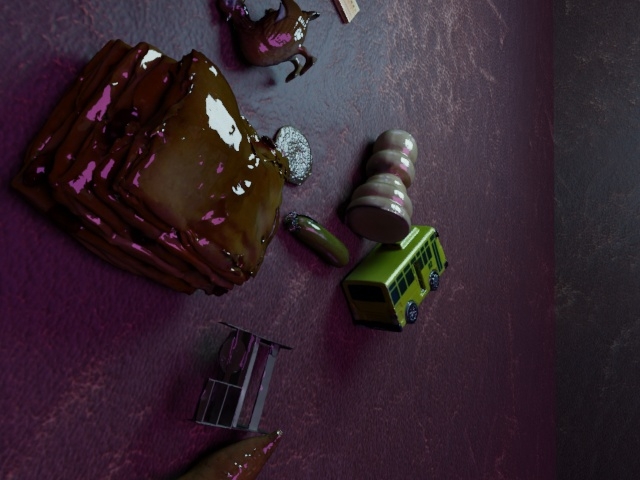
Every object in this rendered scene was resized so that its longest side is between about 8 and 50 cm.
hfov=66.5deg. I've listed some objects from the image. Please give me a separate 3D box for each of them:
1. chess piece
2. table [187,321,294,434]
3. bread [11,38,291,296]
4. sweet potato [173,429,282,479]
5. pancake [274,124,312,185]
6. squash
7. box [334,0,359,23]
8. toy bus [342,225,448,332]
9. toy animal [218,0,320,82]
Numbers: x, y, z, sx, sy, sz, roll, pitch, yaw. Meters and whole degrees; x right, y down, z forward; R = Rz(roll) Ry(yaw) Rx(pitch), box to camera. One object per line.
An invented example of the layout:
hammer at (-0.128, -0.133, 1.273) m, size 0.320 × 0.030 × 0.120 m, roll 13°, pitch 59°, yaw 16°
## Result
chess piece at (0.150, -0.137, 1.077) m, size 0.143 × 0.143 × 0.260 m, roll 43°, pitch 53°, yaw -40°
table at (-0.131, 0.220, 0.776) m, size 0.175 × 0.063 × 0.146 m, roll 35°, pitch 63°, yaw -45°
bread at (-0.176, -0.086, 0.648) m, size 0.324 × 0.167 × 0.277 m, roll 40°, pitch 59°, yaw -41°
sweet potato at (-0.195, 0.380, 0.675) m, size 0.355 × 0.095 × 0.106 m, roll -19°, pitch 149°, yaw -47°
pancake at (-0.049, -0.161, 0.922) m, size 0.115 × 0.011 × 0.114 m, roll 2°, pitch 88°, yaw -50°
squash at (0.000, 0.000, 0.952) m, size 0.183 × 0.052 × 0.052 m, roll 40°, pitch 60°, yaw -38°
box at (0.049, -0.522, 1.045) m, size 0.093 × 0.015 × 0.058 m, roll 55°, pitch 49°, yaw -34°
toy bus at (0.174, 0.074, 1.095) m, size 0.262 × 0.128 × 0.150 m, roll -42°, pitch 120°, yaw -41°
toy animal at (-0.077, -0.375, 0.847) m, size 0.179 × 0.089 × 0.188 m, roll 45°, pitch 60°, yaw -21°
